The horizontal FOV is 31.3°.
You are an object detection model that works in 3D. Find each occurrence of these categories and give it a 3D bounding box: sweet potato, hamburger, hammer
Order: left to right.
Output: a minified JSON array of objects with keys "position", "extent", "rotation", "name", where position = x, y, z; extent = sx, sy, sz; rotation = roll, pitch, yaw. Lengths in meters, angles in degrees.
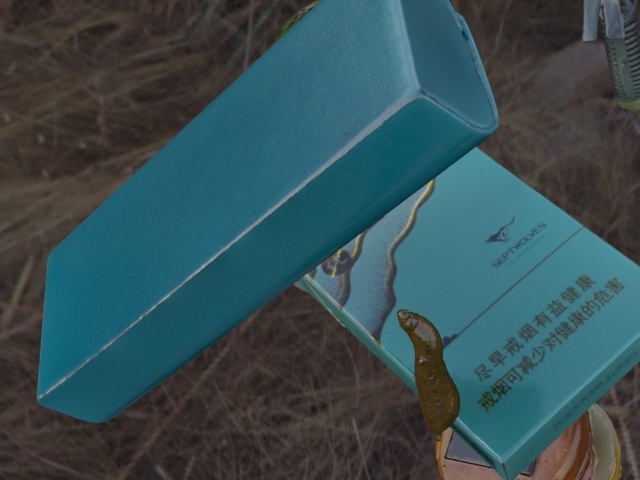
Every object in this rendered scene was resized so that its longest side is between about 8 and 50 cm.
[{"position":[0.066,0.079,0.664],"extent":[0.026,0.115,0.026],"rotation":[-9,40,8],"name":"sweet potato"},{"position":[0.339,0.348,1.855],"extent":[0.291,0.225,0.291],"rotation":[-20,54,30],"name":"hamburger"},{"position":[0.301,-0.213,1.143],"extent":[0.041,0.226,0.158],"rotation":[1,58,24],"name":"hammer"}]

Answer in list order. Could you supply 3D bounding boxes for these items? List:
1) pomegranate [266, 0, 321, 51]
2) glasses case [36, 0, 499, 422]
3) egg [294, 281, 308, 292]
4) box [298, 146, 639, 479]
[{"position":[0.077,-0.205,1.574],"extent":[0.285,0.285,0.341],"rotation":[44,34,21],"name":"pomegranate"},{"position":[-0.042,-0.017,0.617],"extent":[0.301,0.070,0.117],"rotation":[-38,41,33],"name":"glasses case"},{"position":[0.000,0.000,2.133],"extent":[0.183,0.264,0.182],"rotation":[-5,62,9],"name":"egg"},{"position":[0.105,0.032,0.785],"extent":[0.162,0.041,0.229],"rotation":[-40,54,-12],"name":"box"}]
